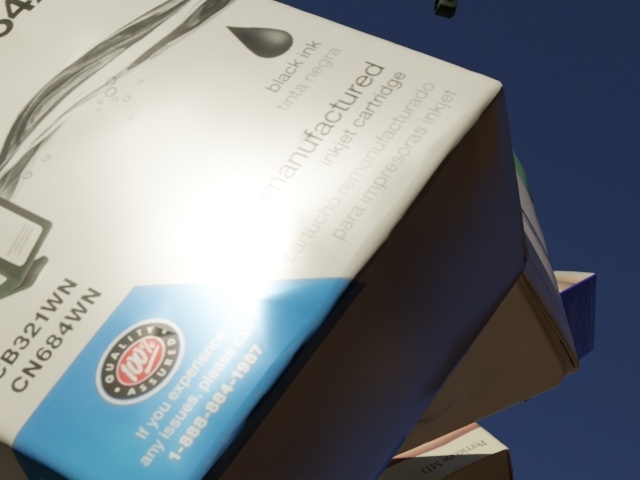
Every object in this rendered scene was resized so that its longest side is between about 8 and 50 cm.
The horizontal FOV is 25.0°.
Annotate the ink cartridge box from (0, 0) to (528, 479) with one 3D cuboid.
[{"bbox_3d":[-0.067,-0.001,0.409,0.203,0.148,0.086,24,-28,28],"label":"ink cartridge box"}]

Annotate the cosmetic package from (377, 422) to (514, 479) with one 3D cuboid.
[{"bbox_3d":[0.037,0.201,1.347,0.296,0.153,0.129,35,-39,51],"label":"cosmetic package"}]

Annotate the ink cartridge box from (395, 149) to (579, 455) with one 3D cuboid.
[{"bbox_3d":[0.055,0.018,1.033,0.198,0.273,0.115,-26,-63,13],"label":"ink cartridge box"}]

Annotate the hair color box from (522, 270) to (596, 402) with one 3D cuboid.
[{"bbox_3d":[0.195,0.100,1.683,0.185,0.339,0.110,3,-82,23],"label":"hair color box"}]

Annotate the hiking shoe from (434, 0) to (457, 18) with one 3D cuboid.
[{"bbox_3d":[0.093,-0.287,0.816,0.113,0.132,0.304,0,-70,-8],"label":"hiking shoe"}]
